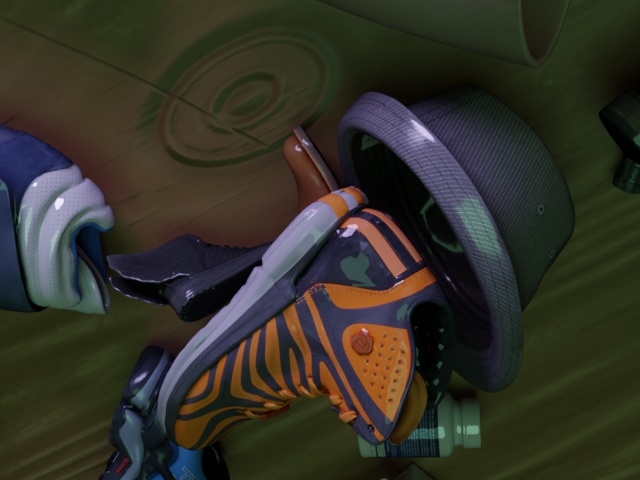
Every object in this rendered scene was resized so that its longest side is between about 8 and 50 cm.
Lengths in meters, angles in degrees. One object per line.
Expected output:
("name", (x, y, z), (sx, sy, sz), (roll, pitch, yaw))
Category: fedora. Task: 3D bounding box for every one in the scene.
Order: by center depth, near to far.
("fedora", (0.125, -0.021, 0.818), (0.124, 0.243, 0.275), (-31, 124, -13))

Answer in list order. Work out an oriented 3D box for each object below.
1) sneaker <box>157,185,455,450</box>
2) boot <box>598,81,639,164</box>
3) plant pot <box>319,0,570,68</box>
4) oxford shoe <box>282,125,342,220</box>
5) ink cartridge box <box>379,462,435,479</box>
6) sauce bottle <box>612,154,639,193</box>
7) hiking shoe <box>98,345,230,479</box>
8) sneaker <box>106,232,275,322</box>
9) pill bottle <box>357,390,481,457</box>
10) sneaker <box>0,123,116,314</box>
("sneaker", (-0.012, 0.122, 0.830), (0.180, 0.124, 0.321), (48, 126, 14))
("boot", (0.363, -0.109, 0.773), (0.229, 0.091, 0.263), (-44, 130, 10))
("plant pot", (0.036, -0.265, 0.685), (0.274, 0.256, 0.257), (11, 119, 21))
("oxford shoe", (0.000, 0.000, 0.886), (0.076, 0.076, 0.212), (-20, 114, -1))
("ink cartridge box", (0.101, 0.312, 1.046), (0.181, 0.061, 0.104), (40, 114, -13))
("sauce bottle", (0.282, -0.100, 0.827), (0.042, 0.042, 0.128), (14, 116, 0))
("hiking shoe", (-0.167, 0.260, 1.024), (0.132, 0.113, 0.304), (19, 117, -2))
("sneaker", (-0.104, 0.021, 0.916), (0.170, 0.089, 0.051), (-24, 139, -28))
("pill bottle", (0.099, 0.183, 0.978), (0.120, 0.067, 0.067), (-2, 116, 9))
("sneaker", (-0.326, 0.045, 0.926), (0.236, 0.130, 0.323), (31, 111, -4))
